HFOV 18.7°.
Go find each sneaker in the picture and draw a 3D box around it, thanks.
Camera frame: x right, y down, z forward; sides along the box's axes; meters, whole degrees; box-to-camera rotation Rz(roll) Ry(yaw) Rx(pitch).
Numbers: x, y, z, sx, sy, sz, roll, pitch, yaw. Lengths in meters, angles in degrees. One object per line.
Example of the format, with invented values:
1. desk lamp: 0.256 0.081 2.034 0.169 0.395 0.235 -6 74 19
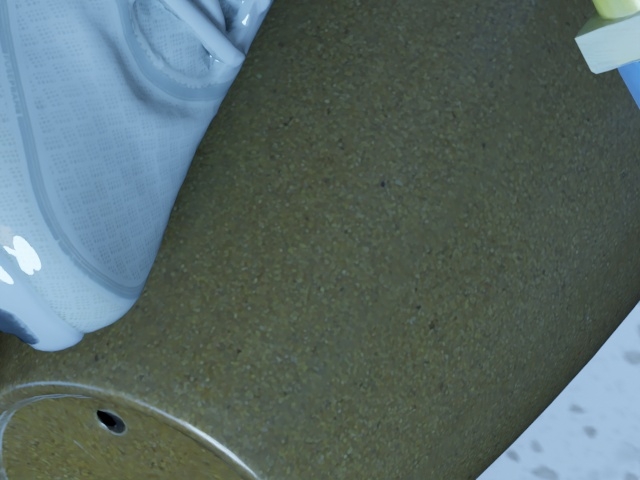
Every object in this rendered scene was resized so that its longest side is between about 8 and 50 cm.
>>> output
1. sneaker: -0.043 -0.109 0.560 0.118 0.292 0.110 -3 152 24

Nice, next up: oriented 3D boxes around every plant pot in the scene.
1. plant pot: 0.000 0.000 0.661 0.237 0.254 0.237 18 138 17

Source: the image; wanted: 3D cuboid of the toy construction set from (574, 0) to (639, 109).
1. toy construction set: 0.232 -0.080 0.428 0.327 0.215 0.151 21 142 51
